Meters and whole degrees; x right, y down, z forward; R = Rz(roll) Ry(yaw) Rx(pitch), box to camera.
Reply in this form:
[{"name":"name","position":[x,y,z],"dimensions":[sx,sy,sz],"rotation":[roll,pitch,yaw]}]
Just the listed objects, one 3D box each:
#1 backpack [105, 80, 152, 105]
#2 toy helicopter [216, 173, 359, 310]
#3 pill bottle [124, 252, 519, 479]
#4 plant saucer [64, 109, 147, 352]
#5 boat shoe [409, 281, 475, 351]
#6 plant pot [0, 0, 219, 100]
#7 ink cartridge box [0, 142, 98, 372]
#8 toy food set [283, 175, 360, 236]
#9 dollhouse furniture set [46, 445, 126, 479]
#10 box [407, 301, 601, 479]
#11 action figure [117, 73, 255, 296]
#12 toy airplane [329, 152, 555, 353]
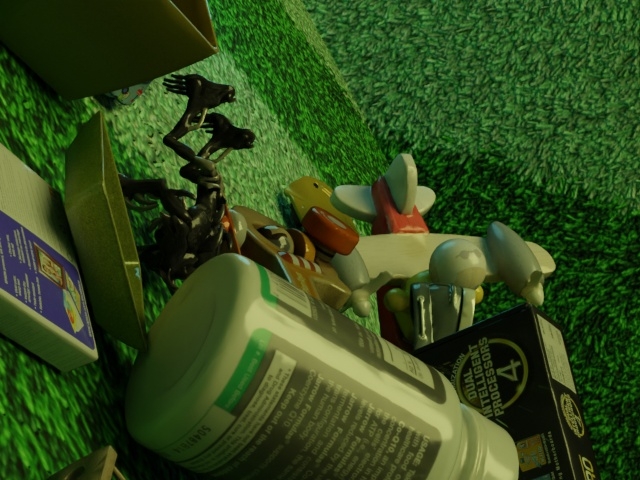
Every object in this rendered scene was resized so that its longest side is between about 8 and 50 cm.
[{"name":"backpack","position":[-0.249,-0.262,1.825],"dimensions":[0.158,0.116,0.173],"rotation":[54,17,-27]},{"name":"toy helicopter","position":[-0.056,0.032,1.882],"dimensions":[0.235,0.140,0.355],"rotation":[32,11,-20]},{"name":"pill bottle","position":[0.007,0.181,1.421],"dimensions":[0.361,0.204,0.204],"rotation":[32,24,-22]},{"name":"plant saucer","position":[-0.215,-0.008,1.427],"dimensions":[0.188,0.045,0.188],"rotation":[-108,-172,-62]},{"name":"boat shoe","position":[0.137,0.211,2.052],"dimensions":[0.116,0.099,0.320],"rotation":[120,-14,-79]},{"name":"plant pot","position":[-0.263,-0.287,1.632],"dimensions":[0.212,0.187,0.212],"rotation":[45,21,-42]},{"name":"ink cartridge box","position":[-0.285,-0.009,1.277],"dimensions":[0.208,0.045,0.206],"rotation":[49,17,-52]},{"name":"toy food set","position":[0.000,0.000,2.394],"dimensions":[0.128,0.071,0.218],"rotation":[3,54,-48]},{"name":"dollhouse furniture set","position":[-0.113,0.225,1.131],"dimensions":[0.129,0.183,0.129],"rotation":[57,13,-21]},{"name":"box","position":[0.153,0.304,1.582],"dimensions":[0.097,0.318,0.395],"rotation":[33,39,-48]},{"name":"action figure","position":[-0.166,-0.046,1.654],"dimensions":[0.164,0.140,0.276],"rotation":[60,36,-49]},{"name":"toy airplane","position":[0.163,0.042,2.240],"dimensions":[0.384,0.272,0.386],"rotation":[43,59,-9]}]
